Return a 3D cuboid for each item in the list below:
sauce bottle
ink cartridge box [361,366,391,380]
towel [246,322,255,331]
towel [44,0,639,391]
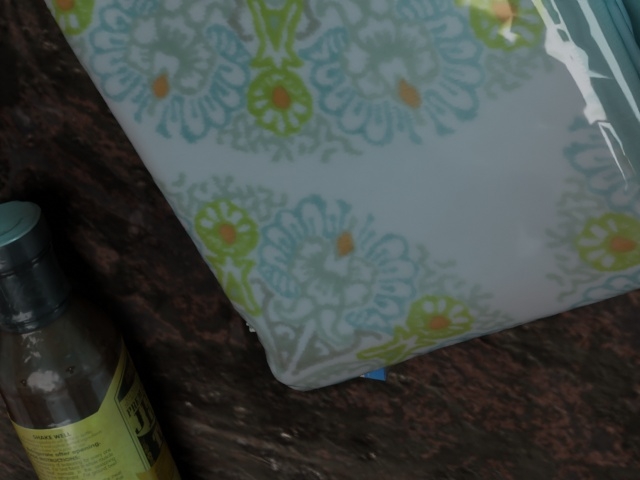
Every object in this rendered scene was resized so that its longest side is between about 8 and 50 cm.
[{"bbox_3d":[-0.199,0.129,1.133,0.111,0.111,0.344,1,126,25],"label":"sauce bottle"},{"bbox_3d":[0.015,0.072,1.029,0.083,0.048,0.028,7,130,20],"label":"ink cartridge box"},{"bbox_3d":[0.000,0.000,0.980,0.113,0.023,0.152,8,112,18],"label":"towel"},{"bbox_3d":[0.035,-0.099,0.845,0.321,0.090,0.374,-19,113,28],"label":"towel"}]
